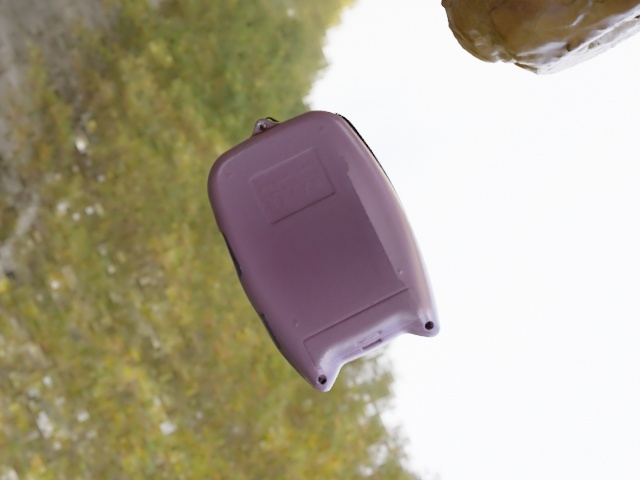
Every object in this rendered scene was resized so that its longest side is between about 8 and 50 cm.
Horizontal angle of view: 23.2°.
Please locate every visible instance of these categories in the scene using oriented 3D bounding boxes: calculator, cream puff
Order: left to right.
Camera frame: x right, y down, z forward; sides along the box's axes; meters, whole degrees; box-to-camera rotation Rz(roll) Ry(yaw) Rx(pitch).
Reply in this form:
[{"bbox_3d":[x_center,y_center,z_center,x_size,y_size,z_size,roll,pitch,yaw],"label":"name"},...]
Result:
[{"bbox_3d":[0.000,0.000,1.663,0.194,0.294,0.043,-26,177,0],"label":"calculator"},{"bbox_3d":[0.256,-0.307,1.451,0.343,0.231,0.327,-32,173,33],"label":"cream puff"}]
